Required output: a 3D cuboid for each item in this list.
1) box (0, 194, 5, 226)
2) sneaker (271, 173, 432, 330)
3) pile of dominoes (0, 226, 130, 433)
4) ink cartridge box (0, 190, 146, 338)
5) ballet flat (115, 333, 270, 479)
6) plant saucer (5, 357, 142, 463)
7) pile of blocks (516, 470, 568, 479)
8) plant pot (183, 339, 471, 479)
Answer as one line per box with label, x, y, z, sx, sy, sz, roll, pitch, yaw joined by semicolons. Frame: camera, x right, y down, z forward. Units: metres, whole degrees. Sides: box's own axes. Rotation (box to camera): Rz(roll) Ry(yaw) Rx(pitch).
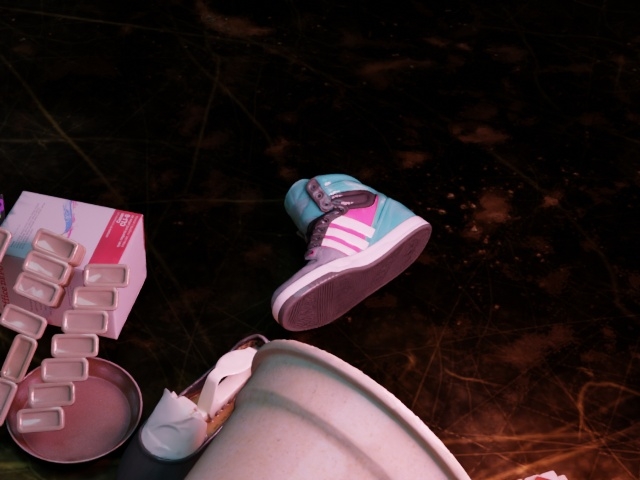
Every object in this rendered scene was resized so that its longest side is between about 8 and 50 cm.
box;-0.503;0.002;1.774;0.116;0.029;0.162;-7;46;-13
sneaker;0.000;0.000;1.745;0.178;0.124;0.295;39;46;24
pile of dominoes;-0.363;0.114;1.561;0.196;0.040;0.251;21;81;10
ink cartridge box;-0.340;0.032;1.684;0.176;0.128;0.127;12;46;6
ballet flat;-0.153;0.208;1.541;0.095;0.096;0.280;28;49;22
plant saucer;-0.308;0.218;1.567;0.168;0.029;0.168;3;43;-2
pile of blocks;0.284;0.394;1.373;0.149;0.112;0.362;4;44;-1
plant pot;-0.043;0.329;1.302;0.334;0.334;0.305;32;62;26
